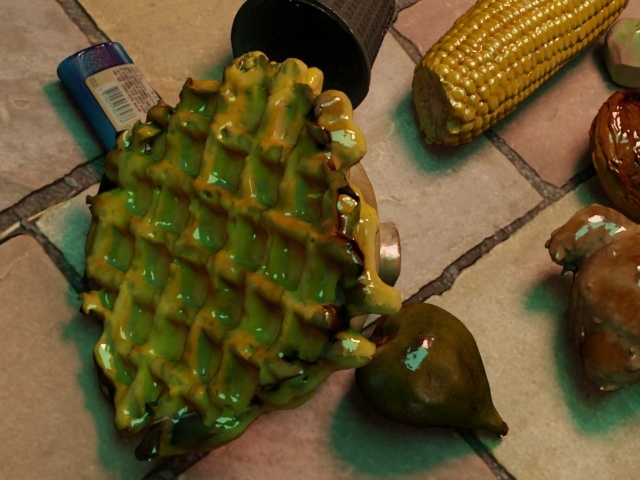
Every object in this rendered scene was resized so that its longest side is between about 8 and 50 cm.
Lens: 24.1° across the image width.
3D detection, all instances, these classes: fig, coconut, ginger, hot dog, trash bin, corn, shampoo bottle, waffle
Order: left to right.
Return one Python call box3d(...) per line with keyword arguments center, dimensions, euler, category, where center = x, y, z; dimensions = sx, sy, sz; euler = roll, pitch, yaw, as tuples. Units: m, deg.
box3d(center=(-0.215, -0.137, 1.676), dimensions=(0.087, 0.050, 0.183), euler=(-25, 70, -30), category="shampoo bottle")
box3d(center=(-0.096, 0.010, 1.471), dimensions=(0.095, 0.382, 0.379), euler=(16, 54, -50), category="waffle")
box3d(center=(0.004, -0.254, 1.752), dimensions=(0.175, 0.175, 0.161), euler=(30, 47, 1), category="trash bin")
box3d(center=(0.113, 0.158, 1.589), dimensions=(0.127, 0.184, 0.133), euler=(-17, 31, 15), category="fig")
box3d(center=(0.249, -0.259, 1.832), dimensions=(0.144, 0.144, 0.387), euler=(45, 59, 11), category="corn")
box3d(center=(0.398, -0.244, 1.905), dimensions=(0.083, 0.081, 0.082), euler=(-30, 60, -19), category="coconut")
box3d(center=(0.427, -0.096, 1.817), dimensions=(0.227, 0.099, 0.160), euler=(24, 58, -4), category="hot dog")
box3d(center=(0.411, 0.101, 1.662), dimensions=(0.375, 0.176, 0.256), euler=(35, 73, 4), category="ginger")

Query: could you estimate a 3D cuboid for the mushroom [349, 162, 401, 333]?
box3d(center=(0.000, 0.000, 1.584), dimensions=(0.195, 0.189, 0.253), euler=(4, 68, -14), category="mushroom")
